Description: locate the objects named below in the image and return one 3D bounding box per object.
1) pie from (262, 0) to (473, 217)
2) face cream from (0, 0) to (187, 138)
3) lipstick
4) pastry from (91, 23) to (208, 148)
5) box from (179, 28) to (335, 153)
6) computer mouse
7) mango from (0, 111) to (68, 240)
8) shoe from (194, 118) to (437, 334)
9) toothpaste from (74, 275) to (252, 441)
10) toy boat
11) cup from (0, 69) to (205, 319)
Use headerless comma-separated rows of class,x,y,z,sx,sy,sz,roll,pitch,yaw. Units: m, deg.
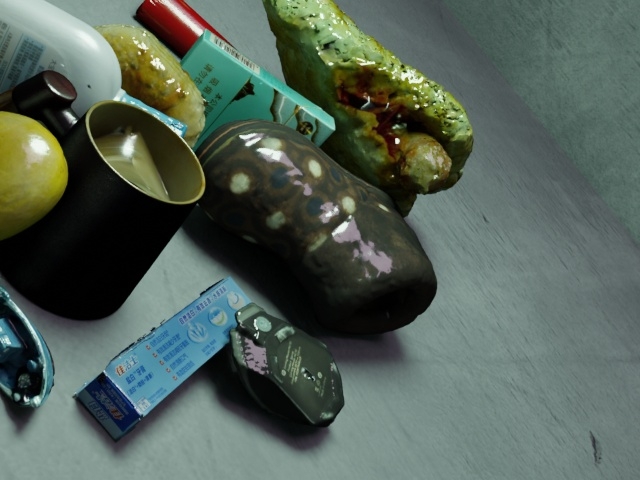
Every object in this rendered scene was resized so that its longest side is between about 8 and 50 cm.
pie,0.058,-0.233,1.452,0.418,0.180,0.395,51,-6,6
face cream,-0.308,-0.179,0.989,0.336,0.163,0.080,27,29,-12
lipstick,-0.177,-0.304,1.489,0.279,0.073,0.073,41,28,-10
pastry,-0.243,-0.160,1.093,0.192,0.182,0.093,47,22,-22
box,-0.116,-0.173,1.295,0.229,0.162,0.041,32,31,-24
computer mouse,-0.044,0.151,1.051,0.192,0.062,0.106,43,43,-29
mango,-0.328,-0.049,0.826,0.130,0.194,0.092,60,-4,19
shoe,0.000,0.000,1.213,0.384,0.171,0.237,28,27,-45
toothpaste,-0.154,0.117,0.977,0.066,0.053,0.272,50,27,0
toy boat,-0.286,0.092,0.815,0.137,0.060,0.061,55,9,6
cup,-0.255,-0.050,0.925,0.239,0.177,0.166,29,33,-28
